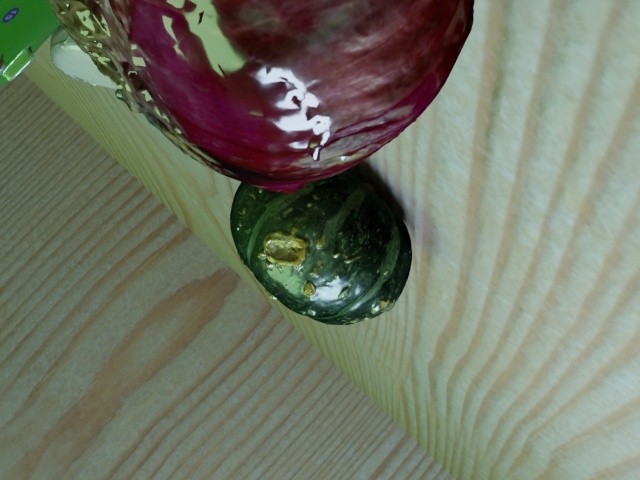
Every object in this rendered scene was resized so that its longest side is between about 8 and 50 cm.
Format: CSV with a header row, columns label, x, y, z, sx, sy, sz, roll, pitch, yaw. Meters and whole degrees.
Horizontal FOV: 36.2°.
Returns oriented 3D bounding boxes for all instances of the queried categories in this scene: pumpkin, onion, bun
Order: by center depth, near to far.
label,x,y,z,sx,sy,sz,roll,pitch,yaw
onion,-0.032,-0.144,0.422,0.246,0.190,0.246,56,162,29
pumpkin,-0.001,-0.001,0.952,0.190,0.146,0.190,27,178,1
bun,-0.243,-0.238,1.147,0.138,0.094,0.138,9,165,2

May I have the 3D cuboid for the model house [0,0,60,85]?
label,x,y,z,sx,sy,sz,roll,pitch,yaw
model house,-0.456,-0.285,0.954,0.323,0.340,0.300,47,-169,2

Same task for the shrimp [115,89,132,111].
label,x,y,z,sx,sy,sz,roll,pitch,yaw
shrimp,-0.176,-0.184,1.021,0.143,0.052,0.251,31,165,1
